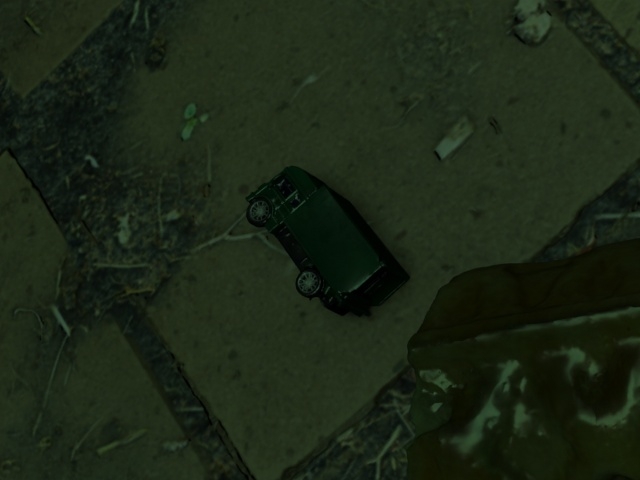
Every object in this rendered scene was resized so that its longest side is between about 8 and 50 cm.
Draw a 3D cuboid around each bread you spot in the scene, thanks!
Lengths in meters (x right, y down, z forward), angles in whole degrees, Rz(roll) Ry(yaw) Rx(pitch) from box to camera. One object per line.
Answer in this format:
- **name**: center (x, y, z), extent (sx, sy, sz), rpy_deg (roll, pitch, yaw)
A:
- **bread**: center (0.208, 0.114, 1.398), extent (0.252, 0.238, 0.196), rpy_deg (-4, 116, 31)

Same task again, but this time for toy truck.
- **toy truck**: center (0.000, 0.000, 1.603), extent (0.079, 0.065, 0.147), rpy_deg (-43, 62, 9)
